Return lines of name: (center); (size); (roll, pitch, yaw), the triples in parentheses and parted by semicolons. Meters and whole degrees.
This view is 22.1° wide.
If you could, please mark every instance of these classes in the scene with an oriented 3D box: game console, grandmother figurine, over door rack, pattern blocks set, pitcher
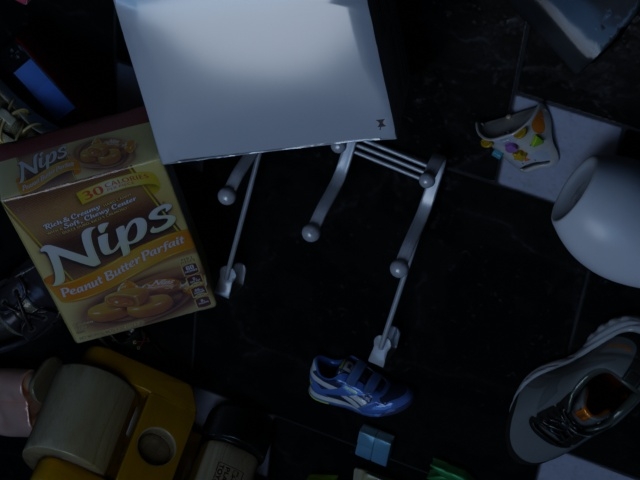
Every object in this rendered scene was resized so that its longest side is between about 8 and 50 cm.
game console: (-0.331, -0.181, 1.974); (0.124, 0.085, 0.144); (-31, 105, 40)
grandmother figurine: (-0.520, 0.234, 2.389); (0.342, 0.104, 0.208); (3, 98, 30)
over door rack: (0.000, 0.000, 1.918); (0.239, 0.108, 0.324); (23, 132, 12)
pattern blocks set: (0.107, 0.391, 2.209); (0.285, 0.026, 0.325); (28, 132, 7)
pitcher: (0.364, -0.022, 1.710); (0.207, 0.125, 0.178); (30, 113, -9)

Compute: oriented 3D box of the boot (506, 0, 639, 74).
boot: (0.097, -0.314, 1.525); (0.445, 0.146, 0.367); (40, 105, -4)

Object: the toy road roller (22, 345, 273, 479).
toy road roller: (-0.243, 0.314, 2.203); (0.329, 0.202, 0.240); (27, 148, -12)

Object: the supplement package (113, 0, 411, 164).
supplement package: (-0.055, -0.213, 1.720); (0.262, 0.145, 0.204); (-6, 122, 13)

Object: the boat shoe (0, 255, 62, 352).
boat shoe: (-0.399, 0.090, 2.210); (0.285, 0.092, 0.103); (-29, 108, 40)

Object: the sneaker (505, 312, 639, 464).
sneaker: (0.295, 0.189, 1.902); (0.100, 0.108, 0.271); (37, 134, -3)

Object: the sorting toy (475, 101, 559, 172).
sorting toy: (0.219, -0.102, 1.774); (0.083, 0.045, 0.075); (-16, 134, 36)

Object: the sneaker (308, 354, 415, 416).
sneaker: (0.049, 0.181, 2.065); (0.144, 0.053, 0.059); (9, 125, 21)

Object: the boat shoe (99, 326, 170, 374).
boat shoe: (-0.254, 0.137, 2.196); (0.133, 0.049, 0.042); (41, 141, 1)

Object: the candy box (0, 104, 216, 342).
candy box: (-0.243, -0.012, 1.902); (0.183, 0.087, 0.316); (-16, 147, -1)

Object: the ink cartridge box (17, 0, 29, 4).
ink cartridge box: (-0.392, -0.394, 1.796); (0.237, 0.100, 0.172); (26, 132, 7)

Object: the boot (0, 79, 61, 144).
boot: (-0.368, -0.136, 1.983); (0.203, 0.095, 0.262); (48, 162, -7)
